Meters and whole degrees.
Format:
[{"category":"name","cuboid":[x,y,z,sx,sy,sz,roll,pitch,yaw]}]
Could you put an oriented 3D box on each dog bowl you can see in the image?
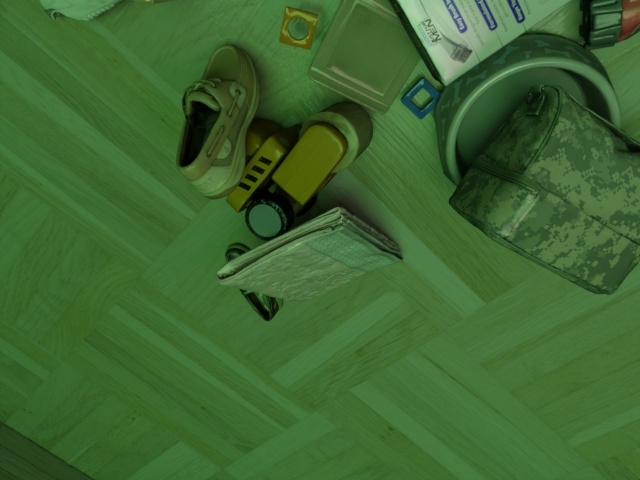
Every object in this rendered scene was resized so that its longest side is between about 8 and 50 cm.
[{"category":"dog bowl","cuboid":[0.393,-0.204,0.927,0.349,0.102,0.348,3,124,5]}]

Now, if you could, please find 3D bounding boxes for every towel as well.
[{"category":"towel","cuboid":[-0.010,0.054,1.077,0.317,0.053,0.332,-25,154,22]}]

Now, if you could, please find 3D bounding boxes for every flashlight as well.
[{"category":"flashlight","cuboid":[0.600,-0.389,0.786,0.304,0.103,0.103,-3,114,17]}]

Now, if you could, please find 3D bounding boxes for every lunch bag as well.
[{"category":"lunch bag","cuboid":[0.419,-0.086,0.817,0.305,0.212,0.256,26,106,-14]}]

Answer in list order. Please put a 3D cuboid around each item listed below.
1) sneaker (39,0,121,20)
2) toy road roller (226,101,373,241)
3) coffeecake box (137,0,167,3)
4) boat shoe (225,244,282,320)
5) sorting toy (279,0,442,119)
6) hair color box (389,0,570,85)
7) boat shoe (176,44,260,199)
[{"category":"sneaker","cuboid":[-0.447,-0.487,0.949,0.235,0.090,0.094,5,134,11]},{"category":"toy road roller","cuboid":[-0.079,-0.181,0.989,0.240,0.202,0.329,43,120,-3]},{"category":"coffeecake box","cuboid":[-0.284,-0.501,0.841,0.068,0.185,0.142,12,121,3]},{"category":"boat shoe","cuboid":[-0.174,0.113,1.243,0.080,0.073,0.223,-22,114,21]},{"category":"sorting toy","cuboid":[0.094,-0.366,0.921,0.348,0.047,0.196,22,123,-15]},{"category":"hair color box","cuboid":[0.297,-0.437,0.792,0.339,0.110,0.185,-33,113,14]},{"category":"boat shoe","cuboid":[-0.193,-0.248,0.895,0.122,0.341,0.110,-13,151,23]}]
